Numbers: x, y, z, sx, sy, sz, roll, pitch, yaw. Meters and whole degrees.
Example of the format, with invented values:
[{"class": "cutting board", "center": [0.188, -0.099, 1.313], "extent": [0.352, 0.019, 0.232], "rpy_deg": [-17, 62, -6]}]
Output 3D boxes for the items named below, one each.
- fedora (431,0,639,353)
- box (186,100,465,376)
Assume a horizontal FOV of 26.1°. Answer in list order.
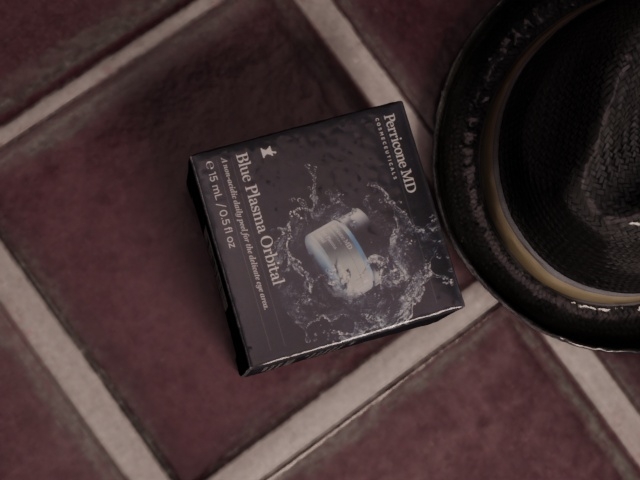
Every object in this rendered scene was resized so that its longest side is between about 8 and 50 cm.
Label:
[{"class": "fedora", "center": [0.246, -0.084, 0.987], "extent": [0.334, 0.152, 0.334], "rpy_deg": [1, 81, -5]}, {"class": "box", "center": [0.000, 0.000, 0.981], "extent": [0.158, 0.093, 0.156], "rpy_deg": [-16, 83, -9]}]
